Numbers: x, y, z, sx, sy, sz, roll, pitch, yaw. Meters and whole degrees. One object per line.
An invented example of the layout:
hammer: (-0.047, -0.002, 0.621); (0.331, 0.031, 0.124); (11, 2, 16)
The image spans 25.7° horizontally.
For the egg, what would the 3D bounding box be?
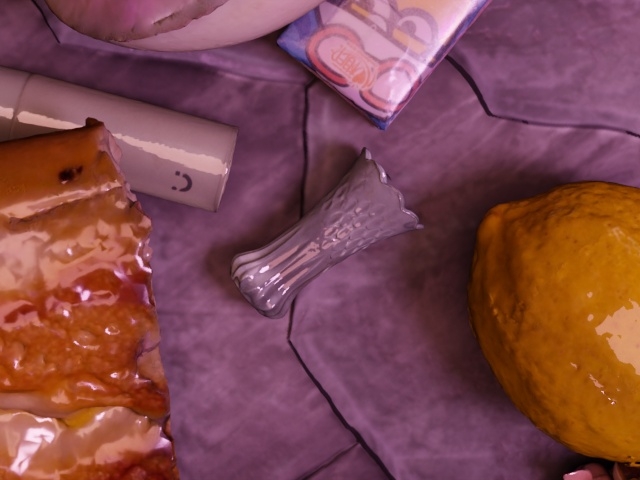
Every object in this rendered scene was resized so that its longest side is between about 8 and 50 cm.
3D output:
egg: (-0.074, -0.246, 1.039); (0.286, 0.174, 0.264); (-6, 71, 36)

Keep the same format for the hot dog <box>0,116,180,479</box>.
hot dog: (-0.300, 0.108, 1.038); (0.365, 0.196, 0.367); (-9, 115, -12)

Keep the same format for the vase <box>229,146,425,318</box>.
vase: (0.000, 0.000, 1.117); (0.148, 0.081, 0.081); (-36, 96, 4)

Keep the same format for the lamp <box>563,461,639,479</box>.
lamp: (0.273, 0.210, 1.135); (0.253, 0.118, 0.118); (-23, 96, 3)

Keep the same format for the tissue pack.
tissue pack: (0.055, -0.180, 1.105); (0.115, 0.065, 0.155); (38, 92, -4)

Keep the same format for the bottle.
bottle: (-0.169, -0.081, 1.101); (0.201, 0.072, 0.072); (14, 95, -4)

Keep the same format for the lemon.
lemon: (0.226, 0.062, 1.069); (0.260, 0.204, 0.204); (41, 93, 4)
